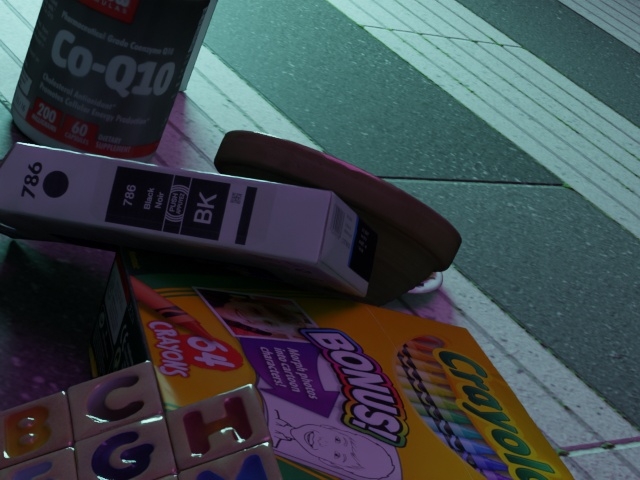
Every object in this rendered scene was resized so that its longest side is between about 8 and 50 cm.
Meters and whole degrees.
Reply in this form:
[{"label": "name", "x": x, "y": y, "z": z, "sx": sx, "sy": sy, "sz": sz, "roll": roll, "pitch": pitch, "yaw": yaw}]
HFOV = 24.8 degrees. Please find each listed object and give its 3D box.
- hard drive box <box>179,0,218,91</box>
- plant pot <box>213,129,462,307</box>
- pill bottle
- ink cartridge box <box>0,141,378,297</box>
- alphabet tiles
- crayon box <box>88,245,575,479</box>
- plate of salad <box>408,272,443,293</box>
[{"label": "hard drive box", "x": -0.202, "y": -0.286, "z": 1.663, "sx": 0.089, "sy": 0.232, "sz": 0.181, "roll": 34, "pitch": 27, "yaw": 24}, {"label": "plant pot", "x": 0.000, "y": 0.000, "z": 1.320, "sx": 0.237, "sy": 0.110, "sz": 0.237, "roll": 23, "pitch": -9, "yaw": 4}, {"label": "pill bottle", "x": -0.202, "y": -0.231, "z": 1.480, "sx": 0.161, "sy": 0.283, "sz": 0.161, "roll": 19, "pitch": 24, "yaw": -9}, {"label": "ink cartridge box", "x": -0.132, "y": -0.020, "z": 1.172, "sx": 0.332, "sy": 0.065, "sz": 0.165, "roll": 8, "pitch": -8, "yaw": 15}, {"label": "alphabet tiles", "x": -0.149, "y": 0.189, "z": 0.777, "sx": 0.285, "sy": 0.011, "sz": 0.342, "roll": -19, "pitch": 33, "yaw": -4}, {"label": "crayon box", "x": 0.010, "y": 0.149, "z": 1.050, "sx": 0.313, "sy": 0.106, "sz": 0.363, "roll": 13, "pitch": 20, "yaw": -20}, {"label": "plate of salad", "x": 0.040, "y": -0.007, "z": 1.505, "sx": 0.200, "sy": 0.048, "sz": 0.200, "roll": 22, "pitch": 19, "yaw": -8}]
